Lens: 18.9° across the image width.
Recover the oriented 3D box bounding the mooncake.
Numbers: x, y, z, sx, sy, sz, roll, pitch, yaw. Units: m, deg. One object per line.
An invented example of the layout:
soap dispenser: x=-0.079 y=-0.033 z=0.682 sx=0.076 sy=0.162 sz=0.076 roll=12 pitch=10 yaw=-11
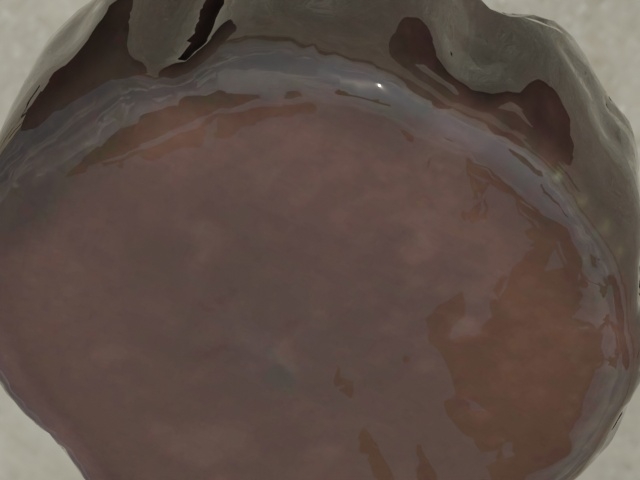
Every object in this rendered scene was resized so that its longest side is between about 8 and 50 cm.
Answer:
mooncake: x=0.000 y=0.000 z=0.792 sx=0.283 sy=0.141 sz=0.283 roll=5 pitch=132 yaw=6
